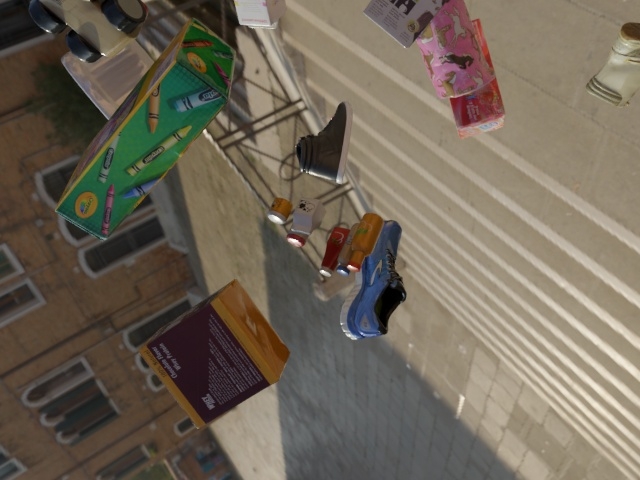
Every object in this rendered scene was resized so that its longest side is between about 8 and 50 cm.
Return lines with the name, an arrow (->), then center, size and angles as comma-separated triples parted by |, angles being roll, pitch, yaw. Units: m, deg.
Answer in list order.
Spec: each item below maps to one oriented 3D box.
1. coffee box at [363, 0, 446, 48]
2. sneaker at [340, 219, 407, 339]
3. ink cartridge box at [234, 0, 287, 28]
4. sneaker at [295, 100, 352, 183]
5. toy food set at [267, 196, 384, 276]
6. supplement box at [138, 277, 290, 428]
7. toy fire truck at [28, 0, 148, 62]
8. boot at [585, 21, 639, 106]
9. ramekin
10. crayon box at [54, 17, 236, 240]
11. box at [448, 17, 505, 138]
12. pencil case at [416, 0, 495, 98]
coffee box -> 0.223, -0.536, 1.213 | 0.119, 0.297, 0.168 | 37, -158, -8
sneaker -> 0.168, 0.101, 1.596 | 0.147, 0.329, 0.130 | -2, 154, 39
ink cartridge box -> -0.148, -0.588, 1.500 | 0.092, 0.090, 0.143 | 13, 138, 23
sneaker -> 0.009, -0.298, 1.773 | 0.104, 0.147, 0.295 | 102, 177, -57
toy food set -> 0.000, 0.000, 1.130 | 0.232, 0.104, 0.111 | 13, 155, 27
supplement box -> -0.199, 0.214, 1.197 | 0.191, 0.194, 0.129 | 55, -167, -7
toy fire truck -> -0.331, -0.425, 0.907 | 0.159, 0.246, 0.217 | -25, 131, 31
boot -> 0.824, -0.421, 1.547 | 0.203, 0.262, 0.095 | 106, 170, -53
ramekin -> -0.345, -0.272, 1.177 | 0.273, 0.127, 0.273 | 49, 177, 3
crayon box -> -0.233, -0.149, 0.837 | 0.081, 0.278, 0.165 | 36, -153, -26
box -> 0.440, -0.471, 1.839 | 0.154, 0.142, 0.299 | 18, -121, -74
pencil case -> 0.301, -0.540, 1.531 | 0.386, 0.167, 0.160 | 65, 171, -20
